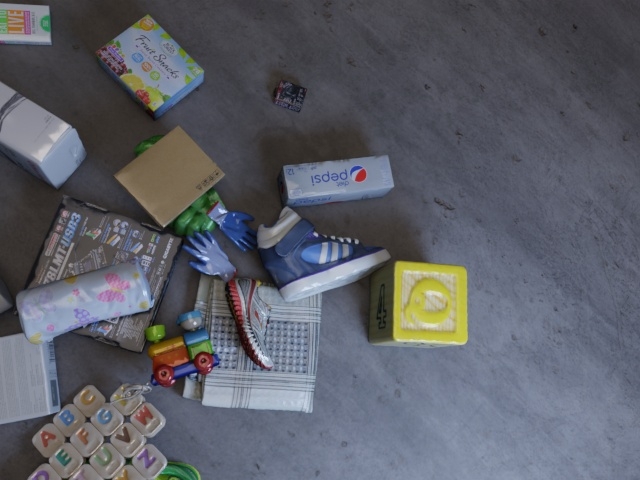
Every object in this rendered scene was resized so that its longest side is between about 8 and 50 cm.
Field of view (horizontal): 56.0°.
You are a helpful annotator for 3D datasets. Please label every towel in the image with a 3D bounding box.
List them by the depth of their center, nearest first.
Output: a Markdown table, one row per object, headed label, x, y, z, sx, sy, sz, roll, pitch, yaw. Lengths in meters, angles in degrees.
| label | x | y | z | sx | sy | sz | roll | pitch | yaw |
| --- | --- | --- | --- | --- | --- | --- | --- | --- | --- |
| towel | -0.161 | 0.248 | 1.458 | 0.325 | 0.056 | 0.311 | 8 | 76 | -11 |

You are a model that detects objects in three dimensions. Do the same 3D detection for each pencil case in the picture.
| label | x | y | z | sx | sy | sz | roll | pitch | yaw |
| --- | --- | --- | --- | --- | --- | --- | --- | --- | --- |
| pencil case | -0.505 | 0.131 | 1.300 | 0.273 | 0.113 | 0.124 | -18 | 97 | -15 |

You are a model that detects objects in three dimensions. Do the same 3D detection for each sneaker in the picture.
| label | x | y | z | sx | sy | sz | roll | pitch | yaw |
| --- | --- | --- | --- | --- | --- | --- | --- | --- | --- |
| sneaker | -0.408 | 0.525 | 1.303 | 0.296 | 0.123 | 0.109 | 2 | 78 | -12 |
| sneaker | -0.149 | 0.191 | 1.411 | 0.093 | 0.088 | 0.225 | -15 | 81 | -21 |
| sneaker | 0.000 | 0.000 | 1.513 | 0.323 | 0.130 | 0.236 | -18 | 74 | -25 |

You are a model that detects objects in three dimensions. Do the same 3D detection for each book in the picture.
| label | x | y | z | sx | sy | sz | roll | pitch | yaw |
| --- | --- | --- | --- | --- | --- | --- | --- | --- | --- |
| book | -0.751 | -0.537 | 1.502 | 0.144 | 0.035 | 0.096 | -4 | 83 | -16 |

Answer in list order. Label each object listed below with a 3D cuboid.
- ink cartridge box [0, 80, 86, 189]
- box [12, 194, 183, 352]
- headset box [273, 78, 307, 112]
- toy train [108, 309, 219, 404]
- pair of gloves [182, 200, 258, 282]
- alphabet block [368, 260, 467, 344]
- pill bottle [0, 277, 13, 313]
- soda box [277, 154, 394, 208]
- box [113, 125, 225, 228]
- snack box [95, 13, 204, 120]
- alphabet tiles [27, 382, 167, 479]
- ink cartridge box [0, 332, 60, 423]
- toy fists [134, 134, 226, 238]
| label | x | y | z | sx | sy | sz | roll | pitch | yaw |
| --- | --- | --- | --- | --- | --- | --- | --- | --- | --- |
| ink cartridge box | -0.697 | -0.257 | 1.359 | 0.283 | 0.207 | 0.117 | 33 | 74 | -4 |
| box | -0.507 | 0.081 | 1.403 | 0.294 | 0.073 | 0.295 | 19 | 75 | -8 |
| headset box | -0.085 | -0.391 | 1.625 | 0.083 | 0.032 | 0.062 | 17 | 74 | -8 |
| toy train | -0.362 | 0.254 | 1.338 | 0.248 | 0.105 | 0.143 | -16 | 75 | -14 |
| pair of gloves | -0.234 | 0.002 | 1.454 | 0.159 | 0.023 | 0.198 | 44 | 62 | -26 |
| alphabet block | 0.237 | 0.165 | 1.496 | 0.193 | 0.197 | 0.193 | 4 | 77 | -13 |
| pill bottle | -0.829 | 0.163 | 1.254 | 0.319 | 0.176 | 0.176 | -30 | 86 | -17 |
| soda box | 0.039 | -0.152 | 1.569 | 0.287 | 0.098 | 0.091 | -8 | 79 | -15 |
| box | -0.353 | -0.152 | 1.417 | 0.164 | 0.021 | 0.201 | 47 | 68 | -4 |
| snack box | -0.431 | -0.441 | 1.534 | 0.207 | 0.070 | 0.174 | 47 | 73 | -1 |
| alphabet tiles | -0.477 | 0.449 | 1.290 | 0.278 | 0.021 | 0.284 | 35 | 68 | 25 |
| ink cartridge box | -0.705 | 0.307 | 1.330 | 0.233 | 0.066 | 0.188 | -12 | 81 | 6 |
| toy fists | -0.351 | -0.134 | 1.475 | 0.142 | 0.096 | 0.279 | -31 | 88 | -17 |
